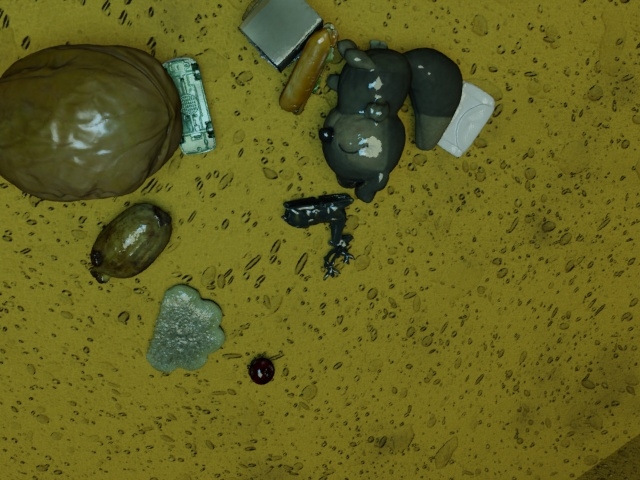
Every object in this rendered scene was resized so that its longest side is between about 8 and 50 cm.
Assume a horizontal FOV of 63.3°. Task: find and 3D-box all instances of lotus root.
[{"bbox_3d":[-0.488,0.015,1.317,0.260,0.128,0.145,-43,122,9],"label":"lotus root"}]

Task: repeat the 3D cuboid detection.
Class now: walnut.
[{"bbox_3d":[-0.490,-0.246,1.083,0.398,0.354,0.307,-6,110,8],"label":"walnut"}]

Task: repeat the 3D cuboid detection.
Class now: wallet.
[{"bbox_3d":[0.385,-0.326,1.401,0.124,0.032,0.182,28,105,-17],"label":"wallet"}]

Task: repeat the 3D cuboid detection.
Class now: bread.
[{"bbox_3d":[-0.373,0.265,1.477,0.208,0.056,0.286,13,109,-13],"label":"bread"}]

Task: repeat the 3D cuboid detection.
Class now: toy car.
[{"bbox_3d":[-0.314,-0.321,1.246,0.090,0.076,0.224,-12,105,-5],"label":"toy car"}]

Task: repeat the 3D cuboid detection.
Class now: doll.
[{"bbox_3d":[0.176,-0.278,1.269,0.379,0.252,0.382,0,117,-10],"label":"doll"}]

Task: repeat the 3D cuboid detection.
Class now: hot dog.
[{"bbox_3d":[-0.024,-0.393,1.212,0.068,0.100,0.249,36,140,-2],"label":"hot dog"}]

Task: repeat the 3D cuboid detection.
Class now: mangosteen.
[{"bbox_3d":[-0.176,0.391,1.554,0.081,0.081,0.080,-4,112,-9],"label":"mangosteen"}]

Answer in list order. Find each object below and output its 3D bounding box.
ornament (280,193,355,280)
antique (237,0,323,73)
[{"bbox_3d":[0.000,0.000,1.428,0.202,0.080,0.235,-10,113,-11],"label":"ornament"},{"bbox_3d":[-0.094,-0.484,1.179,0.152,0.146,0.148,-44,101,8],"label":"antique"}]
